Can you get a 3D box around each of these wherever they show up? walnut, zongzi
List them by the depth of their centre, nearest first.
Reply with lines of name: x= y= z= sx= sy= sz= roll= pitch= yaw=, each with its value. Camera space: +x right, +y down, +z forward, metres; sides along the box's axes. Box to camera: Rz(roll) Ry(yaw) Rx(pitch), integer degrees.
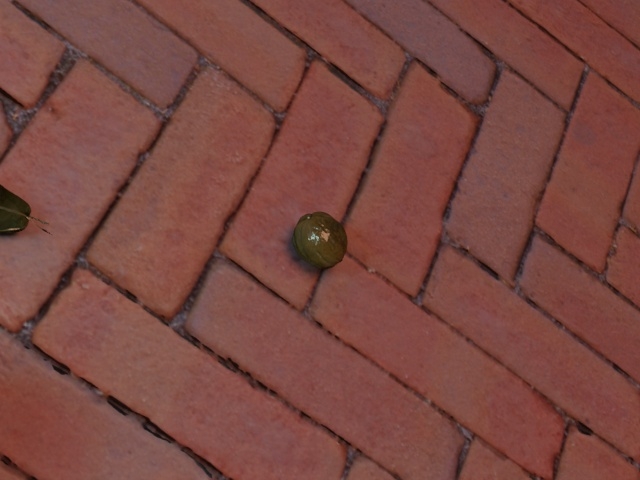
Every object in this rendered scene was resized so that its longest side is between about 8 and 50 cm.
zongzi: x=-0.441 y=-0.010 z=2.099 sx=0.154 sy=0.062 sz=0.130 roll=39 pitch=63 yaw=-32
walnut: x=0.000 y=0.000 z=2.403 sx=0.092 sy=0.092 sz=0.092 roll=20 pitch=50 yaw=-26
